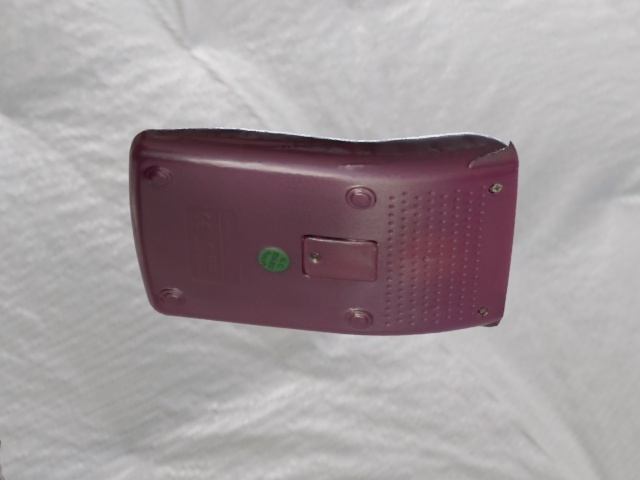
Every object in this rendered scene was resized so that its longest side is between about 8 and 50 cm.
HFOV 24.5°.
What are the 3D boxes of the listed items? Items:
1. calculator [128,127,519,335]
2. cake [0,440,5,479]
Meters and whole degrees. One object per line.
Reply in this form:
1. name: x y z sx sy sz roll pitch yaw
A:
1. calculator: 0.000 0.000 0.734 0.190 0.126 0.034 2 -136 3
2. cake: -0.285 0.038 0.607 0.290 0.282 0.255 -9 -149 -19
